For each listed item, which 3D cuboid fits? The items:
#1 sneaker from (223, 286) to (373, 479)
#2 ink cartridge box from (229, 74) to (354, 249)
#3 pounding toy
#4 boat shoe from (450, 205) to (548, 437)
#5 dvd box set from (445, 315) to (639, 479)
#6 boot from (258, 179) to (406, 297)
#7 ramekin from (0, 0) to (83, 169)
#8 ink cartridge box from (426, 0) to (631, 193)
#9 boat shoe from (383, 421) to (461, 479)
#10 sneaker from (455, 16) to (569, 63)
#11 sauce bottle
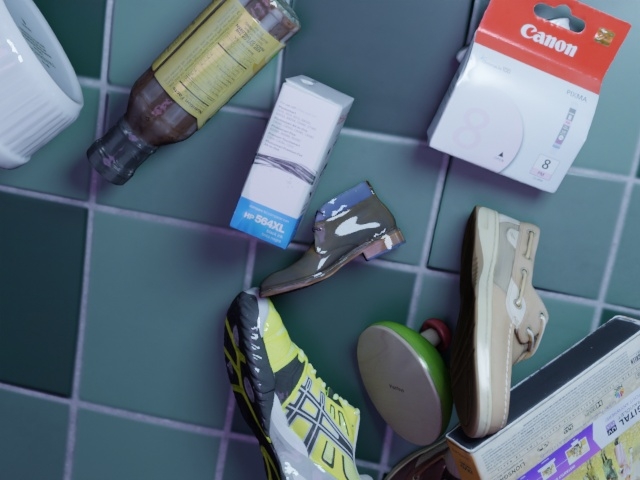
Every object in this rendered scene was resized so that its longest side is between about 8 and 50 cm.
[{"bbox_3d":[-0.031,0.245,1.293,0.147,0.145,0.385,-21,98,-19],"label":"sneaker"},{"bbox_3d":[-0.036,-0.109,1.182,0.086,0.148,0.203,24,106,2],"label":"ink cartridge box"},{"bbox_3d":[0.164,0.196,1.234,0.110,0.237,0.183,-23,133,-28],"label":"pounding toy"},{"bbox_3d":[0.233,0.094,1.112,0.110,0.341,0.122,12,141,0],"label":"boat shoe"},{"bbox_3d":[0.358,0.352,1.169,0.307,0.062,0.420,-30,112,-19],"label":"dvd box set"},{"bbox_3d":[0.000,0.000,1.233,0.219,0.082,0.106,-23,89,-8],"label":"boot"},{"bbox_3d":[-0.421,-0.239,1.156,0.127,0.273,0.273,-29,98,1],"label":"ramekin"},{"bbox_3d":[0.267,-0.195,1.131,0.189,0.066,0.232,20,119,-10],"label":"ink cartridge box"},{"bbox_3d":[0.184,0.364,1.276,0.123,0.123,0.342,45,105,-4],"label":"boat shoe"},{"bbox_3d":[0.254,-0.247,1.157,0.152,0.054,0.061,-12,104,10],"label":"sneaker"},{"bbox_3d":[-0.181,-0.213,1.200,0.344,0.111,0.111,-40,95,16],"label":"sauce bottle"}]
